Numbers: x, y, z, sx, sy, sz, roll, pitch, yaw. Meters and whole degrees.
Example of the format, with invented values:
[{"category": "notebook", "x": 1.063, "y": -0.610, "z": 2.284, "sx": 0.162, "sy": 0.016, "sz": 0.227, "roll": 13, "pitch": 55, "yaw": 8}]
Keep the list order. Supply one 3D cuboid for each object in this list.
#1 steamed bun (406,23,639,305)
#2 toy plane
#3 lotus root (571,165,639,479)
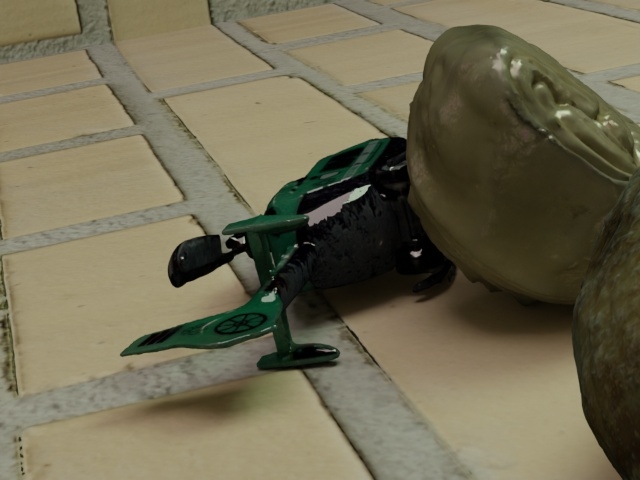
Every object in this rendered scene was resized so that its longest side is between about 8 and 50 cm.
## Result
[{"category": "steamed bun", "x": 0.138, "y": -0.033, "z": 0.917, "sx": 0.144, "sy": 0.211, "sz": 0.218, "roll": -52, "pitch": 15, "yaw": 13}, {"category": "toy plane", "x": 0.000, "y": 0.000, "z": 0.972, "sx": 0.155, "sy": 0.106, "sz": 0.382, "roll": -10, "pitch": 16, "yaw": 18}, {"category": "lotus root", "x": 0.200, "y": 0.036, "z": 0.617, "sx": 0.175, "sy": 0.175, "sz": 0.349, "roll": -2, "pitch": 21, "yaw": 23}]
